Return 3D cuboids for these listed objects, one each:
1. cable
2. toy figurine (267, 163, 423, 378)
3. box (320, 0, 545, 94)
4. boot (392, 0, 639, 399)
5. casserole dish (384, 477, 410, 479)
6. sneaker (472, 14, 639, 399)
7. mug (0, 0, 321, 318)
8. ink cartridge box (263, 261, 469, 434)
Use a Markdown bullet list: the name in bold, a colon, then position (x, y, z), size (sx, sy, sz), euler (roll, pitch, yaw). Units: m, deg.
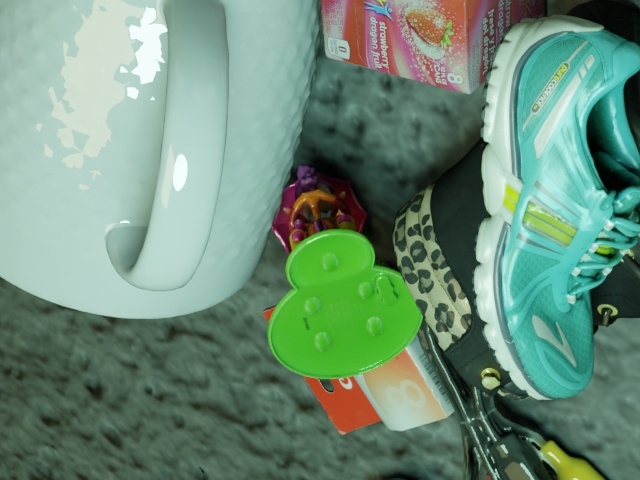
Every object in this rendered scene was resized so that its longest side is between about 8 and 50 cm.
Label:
- **cable**: position (0.150, 0.165, 1.632), size (0.139, 0.072, 0.287), euler (-29, 91, 28)
- **toy figurine**: position (0.000, 0.000, 1.570), size (0.173, 0.130, 0.159), euler (73, 180, -46)
- **box**: position (0.078, -0.249, 1.340), size (0.128, 0.122, 0.257), euler (18, 130, 30)
- **boot**: position (0.231, 0.042, 1.413), size (0.377, 0.138, 0.284), euler (51, 137, 4)
- **casserole dish**: position (0.099, 0.295, 1.787), size (0.114, 0.037, 0.188), euler (13, 126, 34)
- **sneaker**: position (0.168, -0.013, 1.283), size (0.110, 0.107, 0.275), euler (11, 116, 30)
- **mug**: position (-0.127, -0.121, 1.446), size (0.276, 0.374, 0.328), euler (7, 126, -18)
- **ink cartridge box**: position (0.029, 0.108, 1.704), size (0.179, 0.045, 0.145), euler (-24, 102, 44)
